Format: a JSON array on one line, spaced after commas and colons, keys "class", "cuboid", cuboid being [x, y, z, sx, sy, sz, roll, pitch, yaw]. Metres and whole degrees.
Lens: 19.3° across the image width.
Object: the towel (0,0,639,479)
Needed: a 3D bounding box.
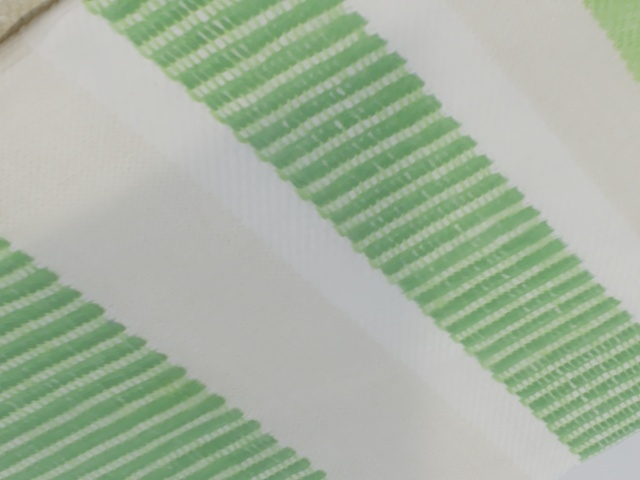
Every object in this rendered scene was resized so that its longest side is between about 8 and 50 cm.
[{"class": "towel", "cuboid": [0.000, 0.000, 0.425, 0.325, 0.248, 0.038, -35, -132, 11]}]
